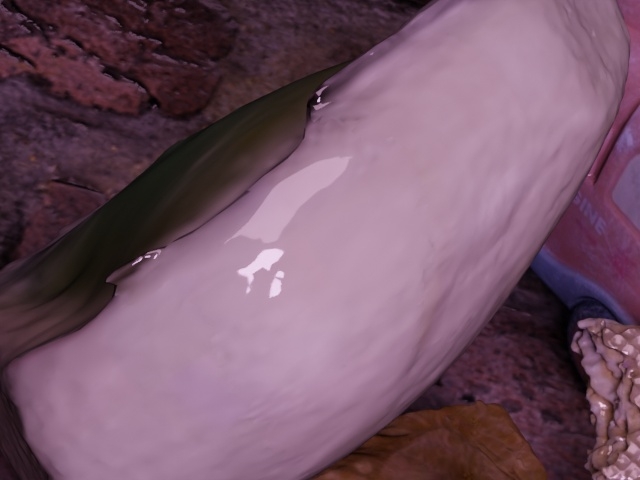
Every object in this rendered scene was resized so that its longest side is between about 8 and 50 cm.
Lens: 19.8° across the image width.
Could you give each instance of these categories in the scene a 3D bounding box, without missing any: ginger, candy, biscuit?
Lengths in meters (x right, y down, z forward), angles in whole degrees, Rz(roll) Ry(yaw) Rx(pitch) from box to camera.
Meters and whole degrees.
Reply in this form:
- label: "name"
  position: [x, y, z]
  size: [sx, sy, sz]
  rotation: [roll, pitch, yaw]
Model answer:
- label: "ginger"
  position: [0.080, 0.206, 0.937]
  size: [0.219, 0.123, 0.270]
  rotation: [-6, 41, -30]
- label: "candy"
  position: [0.000, 0.000, 0.964]
  size: [0.427, 0.386, 0.186]
  rotation: [-42, 98, -29]
- label: "biscuit"
  position: [0.256, 0.104, 1.000]
  size: [0.239, 0.062, 0.108]
  rotation: [5, 58, 0]

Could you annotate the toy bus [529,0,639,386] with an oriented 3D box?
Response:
- label: "toy bus"
  position: [0.226, -0.056, 1.123]
  size: [0.197, 0.232, 0.294]
  rotation: [-19, 54, -24]
